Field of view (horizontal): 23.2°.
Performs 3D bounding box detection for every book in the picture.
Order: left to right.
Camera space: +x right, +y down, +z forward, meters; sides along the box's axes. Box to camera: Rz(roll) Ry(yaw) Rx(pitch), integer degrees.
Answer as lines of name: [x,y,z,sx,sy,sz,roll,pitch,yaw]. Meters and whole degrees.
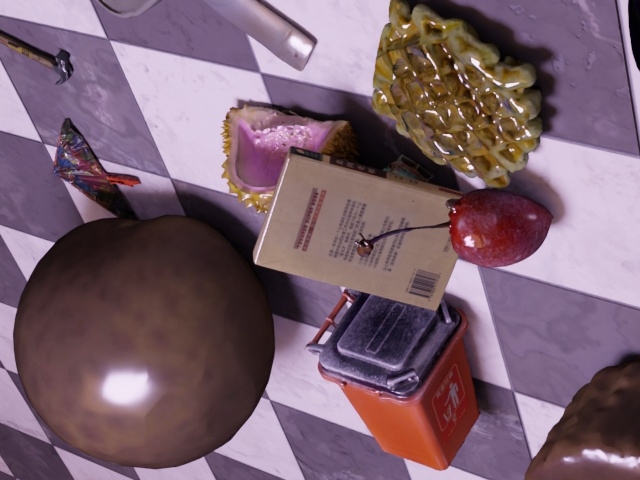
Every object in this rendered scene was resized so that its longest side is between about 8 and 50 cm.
book: [0.051,-0.011,1.827,0.231,0.026,0.161,15,121,-8]

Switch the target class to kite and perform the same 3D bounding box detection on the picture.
kite: [-0.328,-0.090,2.293,0.189,0.009,0.232,6,139,41]

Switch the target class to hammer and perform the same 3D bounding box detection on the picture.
hammer: [-0.413,-0.263,2.139,0.182,0.017,0.062,27,148,21]

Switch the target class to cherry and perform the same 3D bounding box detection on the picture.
cherry: [0.149,-0.011,1.746,0.225,0.107,0.090,-4,101,0]

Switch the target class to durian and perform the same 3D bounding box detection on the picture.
durian: [-0.038,-0.099,1.899,0.182,0.165,0.132,2,97,10]

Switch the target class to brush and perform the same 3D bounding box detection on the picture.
brush: [-0.149,-0.294,1.787,0.321,0.050,0.060,35,146,2]

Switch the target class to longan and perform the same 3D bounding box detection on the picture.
longan: [-0.255,0.142,2.225,0.404,0.336,0.404,7,101,40]

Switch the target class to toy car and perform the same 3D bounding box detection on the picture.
toy car: [0.082,-0.063,1.864,0.059,0.035,0.122,32,157,-18]

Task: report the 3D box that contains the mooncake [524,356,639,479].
mooncake: [0.414,0.297,1.864,0.324,0.187,0.324,25,146,18]

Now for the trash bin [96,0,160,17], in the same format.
trash bin: [-0.131,-0.354,1.481,0.219,0.250,0.220,49,149,-7]

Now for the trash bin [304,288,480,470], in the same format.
trash bin: [0.105,0.183,2.065,0.184,0.161,0.239,17,148,32]

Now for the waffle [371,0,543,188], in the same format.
waffle: [0.142,-0.148,1.666,0.204,0.054,0.223,30,149,13]

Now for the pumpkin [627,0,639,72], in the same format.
pumpkin: [0.373,-0.148,1.205,0.296,0.296,0.296,27,148,18]
